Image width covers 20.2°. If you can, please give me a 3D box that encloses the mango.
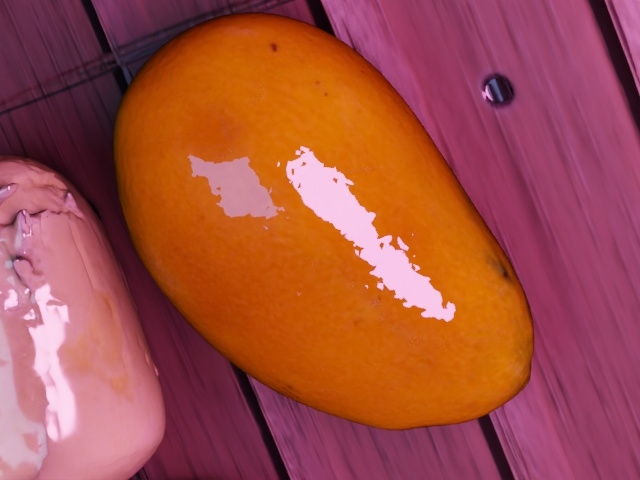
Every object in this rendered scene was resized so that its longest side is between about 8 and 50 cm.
[{"bbox_3d":[-0.006,0.000,0.948,0.254,0.139,0.175,54,141,-5],"label":"mango"}]

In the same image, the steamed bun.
[{"bbox_3d":[-0.208,0.062,1.128,0.273,0.166,0.232,-22,83,39],"label":"steamed bun"}]
